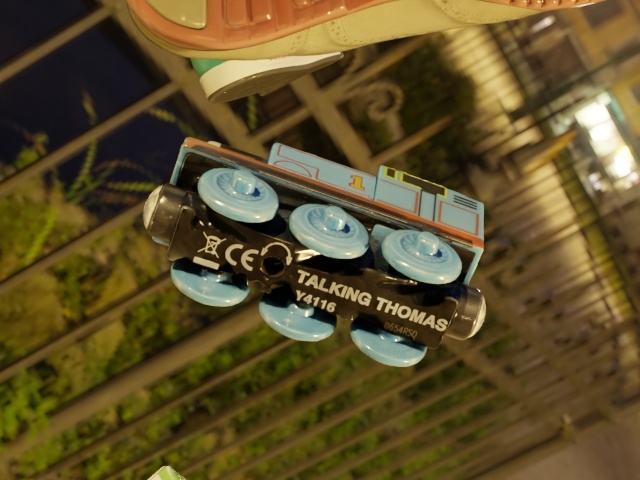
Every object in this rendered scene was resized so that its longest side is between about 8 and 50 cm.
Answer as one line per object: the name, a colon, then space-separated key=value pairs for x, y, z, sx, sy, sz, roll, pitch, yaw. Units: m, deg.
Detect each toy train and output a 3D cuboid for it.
toy train: x=0.000 y=0.000 z=0.743 sx=0.184 sy=0.080 sz=0.105 roll=18 pitch=29 yaw=-4

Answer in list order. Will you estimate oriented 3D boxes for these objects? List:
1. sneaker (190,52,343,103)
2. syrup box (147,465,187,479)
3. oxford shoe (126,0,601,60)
sneaker: x=-0.079 y=-0.246 z=1.483 sx=0.178 sy=0.124 sz=0.295 roll=67 pitch=18 yaw=-2
syrup box: x=-0.050 y=0.246 z=0.774 sx=0.237 sy=0.096 sz=0.093 roll=47 pitch=-3 yaw=47
oxford shoe: x=0.067 y=-0.196 z=0.892 sx=0.146 sy=0.397 sz=0.140 roll=154 pitch=-73 yaw=-82
